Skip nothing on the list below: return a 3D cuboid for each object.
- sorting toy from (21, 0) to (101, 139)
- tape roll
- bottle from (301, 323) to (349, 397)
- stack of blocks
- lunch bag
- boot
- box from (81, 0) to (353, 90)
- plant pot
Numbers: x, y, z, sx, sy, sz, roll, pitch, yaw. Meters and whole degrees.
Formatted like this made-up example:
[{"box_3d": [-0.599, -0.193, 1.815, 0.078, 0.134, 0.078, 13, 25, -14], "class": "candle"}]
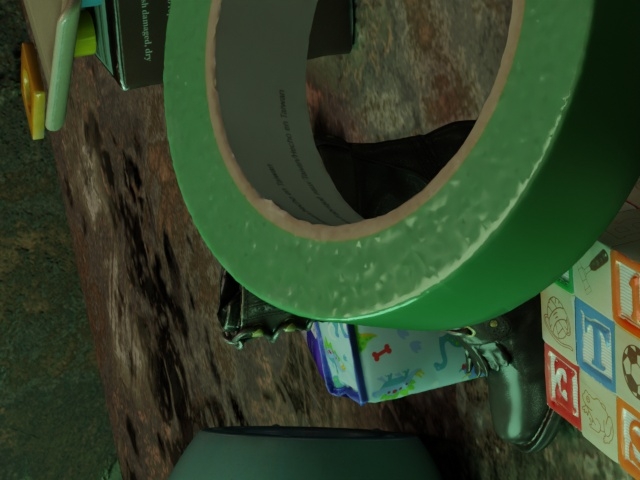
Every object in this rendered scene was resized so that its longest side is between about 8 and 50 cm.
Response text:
[{"box_3d": [-0.209, -0.212, 1.358, 0.348, 0.047, 0.196, 115, 144, -61], "class": "sorting toy"}, {"box_3d": [0.042, -0.113, 0.913, 0.321, 0.077, 0.321, -10, 76, 45], "class": "tape roll"}, {"box_3d": [0.000, 0.000, 1.445, 0.118, 0.092, 0.283, 96, 155, -43], "class": "bottle"}, {"box_3d": [0.214, 0.053, 0.840, 0.297, 0.087, 0.171, -140, 42, -63], "class": "stack of blocks"}, {"box_3d": [0.060, 0.030, 1.226, 0.096, 0.129, 0.151, -171, 69, -70], "class": "lunch bag"}, {"box_3d": [0.042, 0.034, 1.118, 0.091, 0.229, 0.263, -158, 58, -69], "class": "boot"}, {"box_3d": [-0.097, -0.240, 1.402, 0.168, 0.203, 0.167, -134, 36, -58], "class": "box"}, {"box_3d": [-0.011, 0.271, 1.384, 0.293, 0.293, 0.235, 171, 101, -72], "class": "plant pot"}]
